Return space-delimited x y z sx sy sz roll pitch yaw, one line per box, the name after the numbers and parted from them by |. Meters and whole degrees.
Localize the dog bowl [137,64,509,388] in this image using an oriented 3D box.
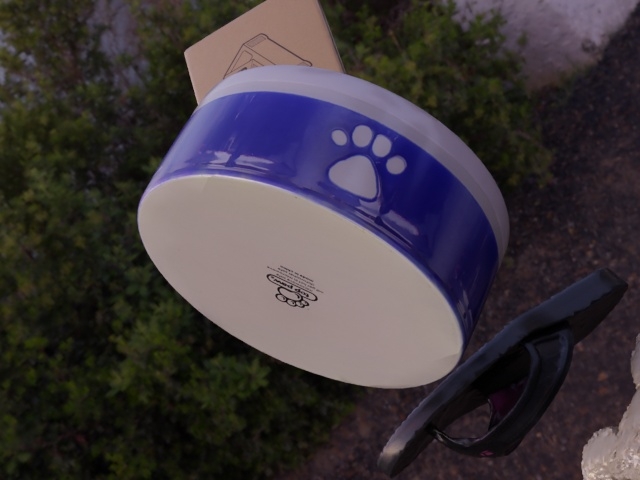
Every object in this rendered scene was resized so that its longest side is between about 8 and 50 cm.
0.000 0.000 0.657 0.265 0.265 0.104 -5 47 43 | dog bowl

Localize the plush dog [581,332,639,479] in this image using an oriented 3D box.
0.473 0.250 1.033 0.210 0.225 0.262 -79 10 -82 | plush dog

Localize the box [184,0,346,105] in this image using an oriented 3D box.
-0.055 -0.161 0.906 0.164 0.021 0.201 -26 60 15 | box

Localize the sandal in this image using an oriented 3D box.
0.257 0.168 1.070 0.446 0.167 0.107 -28 61 -31 | sandal
